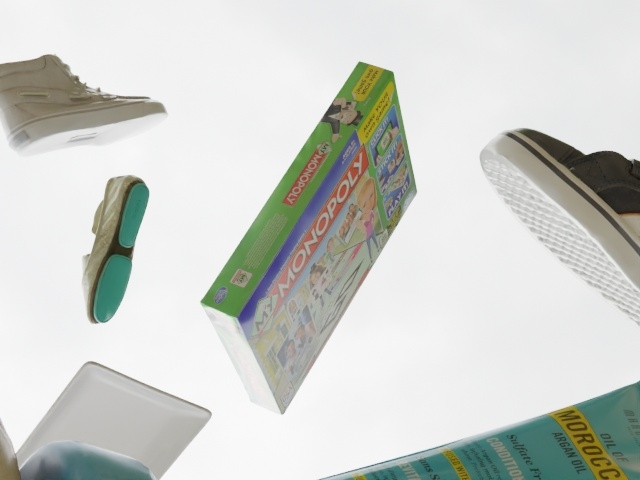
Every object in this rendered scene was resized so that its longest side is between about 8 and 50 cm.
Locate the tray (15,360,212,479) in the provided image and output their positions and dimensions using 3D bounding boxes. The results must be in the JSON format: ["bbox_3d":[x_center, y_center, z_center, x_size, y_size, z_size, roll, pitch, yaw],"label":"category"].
[{"bbox_3d":[-0.242,0.230,1.187,0.145,0.270,0.030,28,-156,-28],"label":"tray"}]

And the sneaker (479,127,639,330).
[{"bbox_3d":[0.280,0.000,0.964,0.321,0.126,0.127,42,-98,-1],"label":"sneaker"}]

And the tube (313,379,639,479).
[{"bbox_3d":[0.084,0.117,0.550,0.207,0.052,0.080,-12,-133,-17],"label":"tube"}]

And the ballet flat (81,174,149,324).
[{"bbox_3d":[-0.230,0.009,1.279,0.057,0.052,0.168,32,-108,-57],"label":"ballet flat"}]

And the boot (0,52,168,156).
[{"bbox_3d":[-0.311,-0.189,1.519,0.258,0.095,0.123,-17,-101,-55],"label":"boot"}]

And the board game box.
[{"bbox_3d":[0.000,0.000,1.228,0.046,0.213,0.317,21,-116,23],"label":"board game box"}]

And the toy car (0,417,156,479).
[{"bbox_3d":[-0.220,0.093,0.462,0.219,0.210,0.238,26,-171,-33],"label":"toy car"}]
